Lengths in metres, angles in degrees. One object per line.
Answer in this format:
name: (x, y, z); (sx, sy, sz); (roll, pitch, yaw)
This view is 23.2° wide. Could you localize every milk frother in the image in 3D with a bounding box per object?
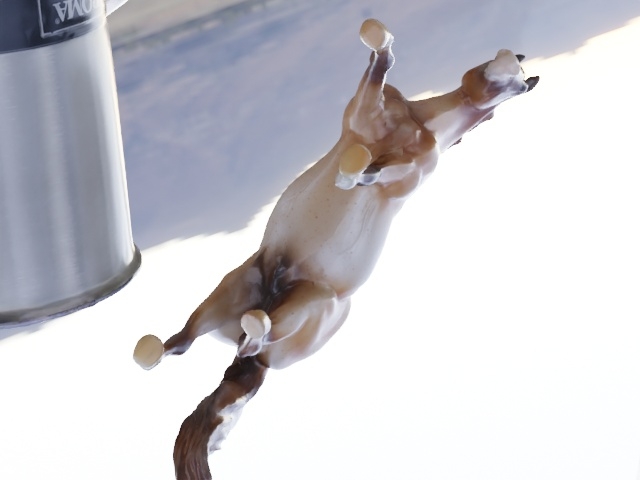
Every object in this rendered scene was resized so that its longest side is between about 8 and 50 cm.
milk frother: (-0.135, -0.050, 0.447); (0.143, 0.134, 0.129); (13, -154, 37)

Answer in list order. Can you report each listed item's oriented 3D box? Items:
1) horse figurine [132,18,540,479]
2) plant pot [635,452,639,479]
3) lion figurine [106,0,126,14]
horse figurine: (0.000, 0.000, 0.742); (0.263, 0.066, 0.174); (-57, 168, 5)
plant pot: (0.249, 0.133, 0.613); (0.334, 0.305, 0.334); (16, -175, -1)
lion figurine: (-0.074, -0.193, 0.590); (0.142, 0.240, 0.392); (-9, 141, -40)
